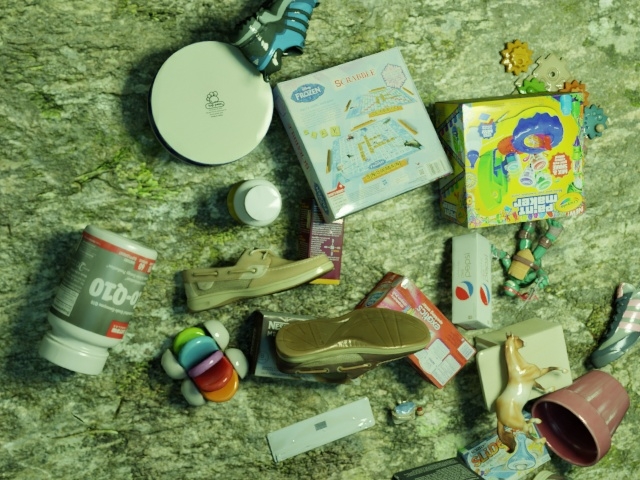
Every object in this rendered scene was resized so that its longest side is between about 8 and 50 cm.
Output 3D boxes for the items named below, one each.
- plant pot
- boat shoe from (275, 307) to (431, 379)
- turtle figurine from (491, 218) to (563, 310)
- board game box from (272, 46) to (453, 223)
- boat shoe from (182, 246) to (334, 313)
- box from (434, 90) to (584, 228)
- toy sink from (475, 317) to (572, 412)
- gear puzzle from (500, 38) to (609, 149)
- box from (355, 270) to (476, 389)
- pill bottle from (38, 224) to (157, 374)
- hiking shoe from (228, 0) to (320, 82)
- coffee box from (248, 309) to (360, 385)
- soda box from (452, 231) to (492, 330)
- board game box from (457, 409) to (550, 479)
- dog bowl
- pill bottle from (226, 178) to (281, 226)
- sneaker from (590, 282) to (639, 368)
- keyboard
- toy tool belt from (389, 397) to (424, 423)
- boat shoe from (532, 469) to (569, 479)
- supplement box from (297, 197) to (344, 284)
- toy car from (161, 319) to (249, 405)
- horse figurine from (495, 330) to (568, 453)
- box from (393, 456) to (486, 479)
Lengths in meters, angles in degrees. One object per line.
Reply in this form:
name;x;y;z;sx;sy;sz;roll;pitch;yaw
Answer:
plant pot;0.648;0.418;2.054;0.180;0.201;0.201;-34;101;-26
boat shoe;0.068;0.236;1.830;0.341;0.123;0.123;-7;133;-14
turtle figurine;0.484;0.050;2.023;0.175;0.118;0.234;25;84;26
board game box;0.094;-0.237;1.866;0.318;0.066;0.318;-21;86;-23
boat shoe;-0.141;0.068;1.806;0.341;0.121;0.110;-15;86;13
box;0.434;-0.192;1.941;0.289;0.177;0.279;-8;102;-12
toy sink;0.459;0.295;2.018;0.234;0.131;0.153;-17;100;-17
gear puzzle;0.568;-0.359;2.050;0.175;0.044;0.339;-45;103;-8
box;0.219;0.206;1.954;0.128;0.122;0.257;-46;103;-8
pill bottle;-0.466;0.124;1.752;0.161;0.161;0.283;23;88;-15
hiking shoe;-0.074;-0.463;1.819;0.304;0.113;0.132;-47;113;-33
coffee box;-0.030;0.241;1.904;0.246;0.098;0.141;9;91;-15
soda box;0.352;0.096;1.958;0.074;0.069;0.216;28;58;-47
board game box;0.455;0.530;2.081;0.201;0.035;0.136;-29;100;-11
dog bowl;-0.237;-0.292;1.815;0.264;0.104;0.265;-1;94;-15
pill bottle;-0.141;-0.082;1.811;0.103;0.184;0.103;-1;93;-14
sneaker;0.769;0.183;2.119;0.319;0.112;0.131;-42;85;-11
keyboard;0.003;0.443;1.972;0.256;0.014;0.072;-18;93;-13
toy tool belt;0.206;0.400;2.001;0.083;0.052;0.051;-15;105;-14
boat shoe;0.521;0.666;2.020;0.285;0.092;0.103;-39;113;-39
supplement box;0.000;0.000;1.895;0.080;0.104;0.188;4;92;-15
toy car;-0.247;0.273;1.831;0.159;0.136;0.182;-35;101;-10
horse figurine;0.461;0.359;1.921;0.174;0.066;0.263;23;85;-25
box;0.318;0.696;1.923;0.182;0.294;0.296;-12;97;-13
